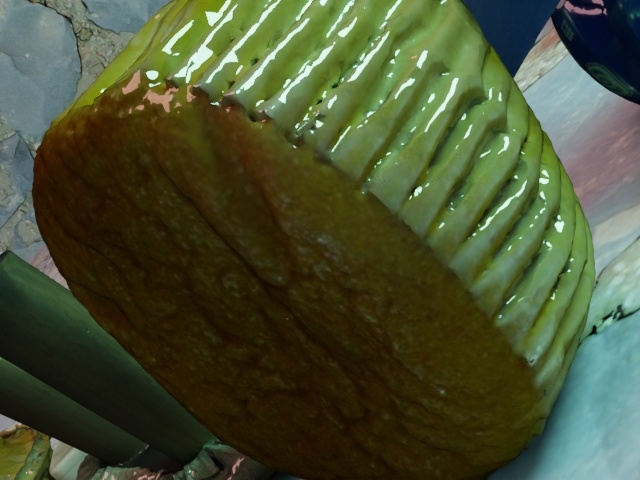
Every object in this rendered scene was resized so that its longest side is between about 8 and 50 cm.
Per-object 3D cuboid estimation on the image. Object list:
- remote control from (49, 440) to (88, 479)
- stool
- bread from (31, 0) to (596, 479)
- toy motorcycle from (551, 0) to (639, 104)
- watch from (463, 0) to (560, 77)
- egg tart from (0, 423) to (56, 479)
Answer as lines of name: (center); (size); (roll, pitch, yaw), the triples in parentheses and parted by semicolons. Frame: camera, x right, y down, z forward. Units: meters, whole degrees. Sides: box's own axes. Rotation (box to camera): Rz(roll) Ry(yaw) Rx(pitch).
remote control: (-0.207, 0.161, 1.069); (0.090, 0.049, 0.230); (-45, 15, 9)
stool: (-0.120, 0.041, 0.802); (0.310, 0.226, 0.310); (-53, 16, -27)
bread: (0.000, 0.000, 0.518); (0.227, 0.253, 0.142); (-12, 39, 44)
toy motorcycle: (0.237, -0.191, 0.626); (0.196, 0.125, 0.331); (-27, 28, 53)
watch: (0.086, -0.120, 0.624); (0.276, 0.068, 0.274); (-64, 4, -30)
egg tart: (-0.428, 0.318, 1.031); (0.443, 0.178, 0.443); (-42, 14, 13)
